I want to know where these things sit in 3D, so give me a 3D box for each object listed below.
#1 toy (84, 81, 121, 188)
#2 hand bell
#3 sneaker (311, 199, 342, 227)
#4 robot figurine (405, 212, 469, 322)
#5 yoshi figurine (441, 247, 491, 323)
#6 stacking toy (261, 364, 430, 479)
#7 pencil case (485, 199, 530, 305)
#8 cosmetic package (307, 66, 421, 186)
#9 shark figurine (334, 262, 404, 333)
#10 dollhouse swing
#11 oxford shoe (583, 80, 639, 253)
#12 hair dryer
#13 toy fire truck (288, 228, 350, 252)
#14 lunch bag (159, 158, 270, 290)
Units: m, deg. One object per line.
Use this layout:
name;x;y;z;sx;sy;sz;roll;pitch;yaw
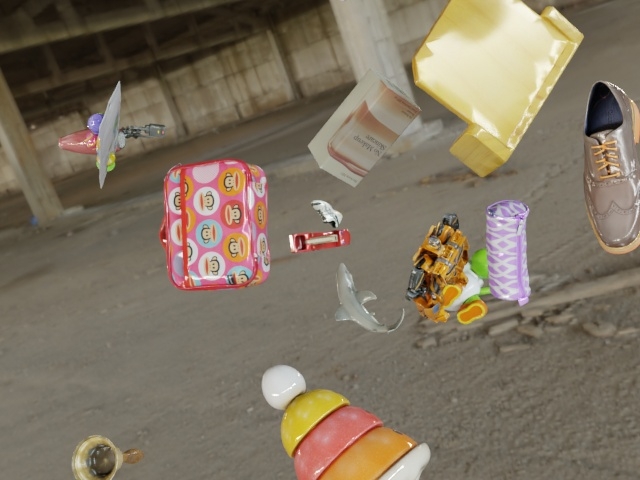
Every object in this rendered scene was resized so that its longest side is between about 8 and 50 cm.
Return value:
toy;-0.493;-0.237;1.569;0.056;0.136;0.237;13;-31;-6
hand bell;-0.523;0.569;1.824;0.126;0.126;0.242;-17;-17;10
sneaker;0.012;-0.057;1.524;0.032;0.083;0.037;-16;48;55
robot figurine;0.264;0.065;1.521;0.085;0.291;0.211;26;73;21
yoshi figurine;0.525;0.125;2.385;0.203;0.203;0.362;1;21;20
stacking toy;0.014;0.506;1.820;0.351;0.480;0.350;-38;-22;-18
pencil case;0.374;0.020;1.378;0.086;0.206;0.088;-25;31;-25
cosmetic package;0.122;-0.318;1.993;0.296;0.153;0.129;-50;39;21
shark figurine;0.105;0.210;1.955;0.116;0.166;0.278;-15;42;-37
dollhouse swing;0.379;-0.390;1.655;0.346;0.305;0.315;-58;-2;-4
oxford shoe;0.580;-0.152;1.418;0.130;0.363;0.133;-14;-28;36
hair dryer;-0.607;-0.289;2.037;0.294;0.080;0.224;-8;7;-27
toy fire truck;0.000;0.000;1.766;0.192;0.047;0.135;-8;-1;-22
lunch bag;-0.250;-0.032;1.585;0.258;0.293;0.120;-5;-3;19
